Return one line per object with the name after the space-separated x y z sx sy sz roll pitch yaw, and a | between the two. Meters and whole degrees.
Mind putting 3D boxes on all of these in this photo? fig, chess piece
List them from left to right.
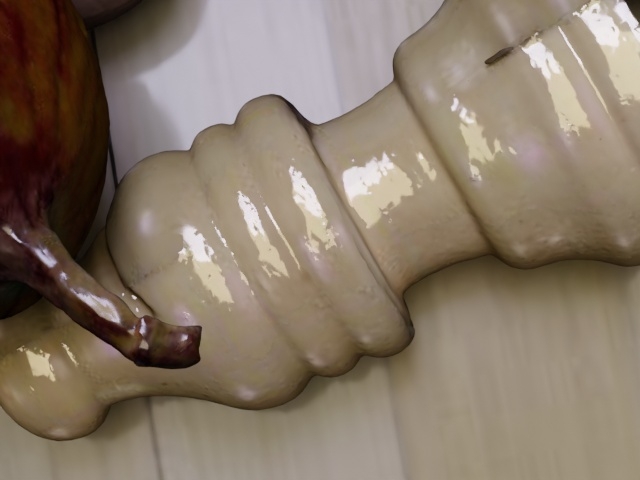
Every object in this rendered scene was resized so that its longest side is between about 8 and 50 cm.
-0.151 -0.025 0.595 0.149 0.148 0.202 -35 40 24 | fig
0.000 0.000 0.663 0.307 0.124 0.139 -28 119 4 | chess piece

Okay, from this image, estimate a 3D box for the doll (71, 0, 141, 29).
-0.122 -0.178 0.701 0.145 0.096 0.188 22 75 0 | doll
